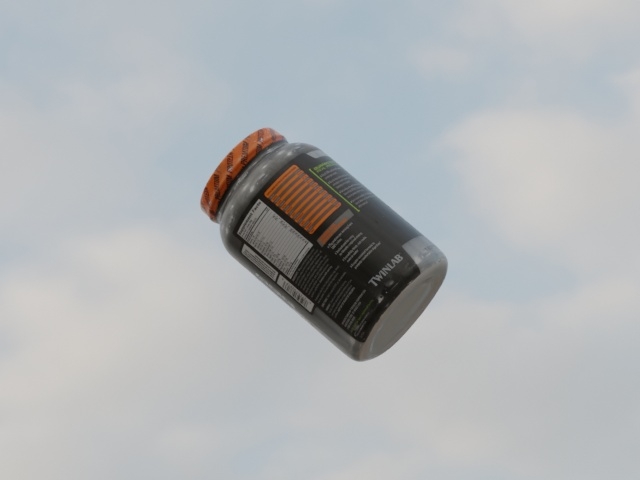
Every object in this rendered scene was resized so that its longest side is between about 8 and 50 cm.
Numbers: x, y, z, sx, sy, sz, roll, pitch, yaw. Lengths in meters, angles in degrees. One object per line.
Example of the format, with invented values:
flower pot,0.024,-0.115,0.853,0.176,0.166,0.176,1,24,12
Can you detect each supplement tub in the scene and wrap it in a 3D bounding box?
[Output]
supplement tub,0.000,0.000,1.600,0.117,0.190,0.117,-44,-17,-17
